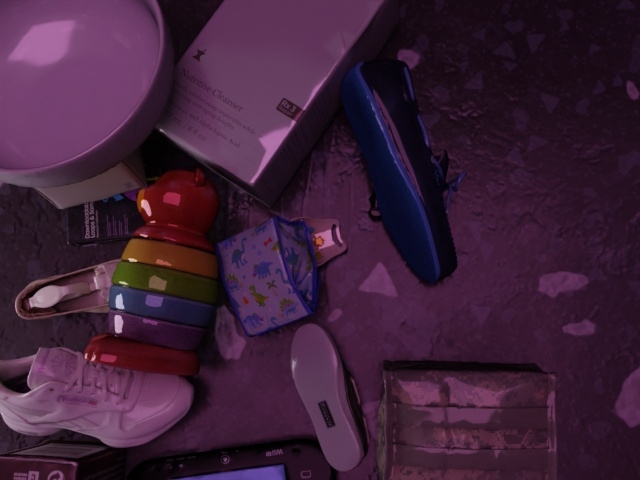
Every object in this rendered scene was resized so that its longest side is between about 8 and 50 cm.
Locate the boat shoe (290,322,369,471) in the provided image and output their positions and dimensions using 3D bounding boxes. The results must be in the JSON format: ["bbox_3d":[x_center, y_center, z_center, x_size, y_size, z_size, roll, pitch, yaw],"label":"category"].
[{"bbox_3d":[0.016,0.228,1.050,0.078,0.070,0.219,-18,84,24],"label":"boat shoe"}]

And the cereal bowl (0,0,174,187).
[{"bbox_3d":[-0.358,-0.220,0.968,0.339,0.141,0.338,-1,71,4],"label":"cereal bowl"}]

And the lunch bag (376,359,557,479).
[{"bbox_3d":[0.195,0.316,0.974,0.236,0.169,0.286,1,87,5],"label":"lunch bag"}]

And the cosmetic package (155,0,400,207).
[{"bbox_3d":[-0.064,-0.272,1.092,0.217,0.156,0.385,32,86,11],"label":"cosmetic package"}]

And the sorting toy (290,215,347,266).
[{"bbox_3d":[0.000,0.000,1.103,0.075,0.045,0.083,-16,81,-5],"label":"sorting toy"}]

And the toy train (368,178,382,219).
[{"bbox_3d":[0.092,-0.111,1.113,0.027,0.036,0.158,4,81,5],"label":"toy train"}]

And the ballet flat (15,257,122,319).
[{"bbox_3d":[-0.356,0.076,1.097,0.249,0.086,0.086,-15,80,2],"label":"ballet flat"}]

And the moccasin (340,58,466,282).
[{"bbox_3d":[0.146,-0.110,1.040,0.117,0.138,0.341,-23,100,-23],"label":"moccasin"}]

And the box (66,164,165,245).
[{"bbox_3d":[-0.331,-0.057,1.143,0.162,0.029,0.116,-7,80,6],"label":"box"}]

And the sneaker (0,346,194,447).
[{"bbox_3d":[-0.342,0.224,1.031,0.305,0.152,0.114,-2,47,3],"label":"sneaker"}]

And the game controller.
[{"bbox_3d":[-0.132,0.392,1.037,0.319,0.067,0.166,-9,80,3],"label":"game controller"}]

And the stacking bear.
[{"bbox_3d":[-0.224,0.037,1.021,0.164,0.175,0.288,13,83,-15],"label":"stacking bear"}]

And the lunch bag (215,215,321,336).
[{"bbox_3d":[-0.073,0.056,1.050,0.129,0.096,0.151,-25,69,32],"label":"lunch bag"}]

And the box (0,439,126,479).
[{"bbox_3d":[-0.383,0.484,0.981,0.143,0.191,0.381,1,80,5],"label":"box"}]

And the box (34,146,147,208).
[{"bbox_3d":[-0.378,-0.189,1.102,0.149,0.127,0.232,-15,71,1],"label":"box"}]
